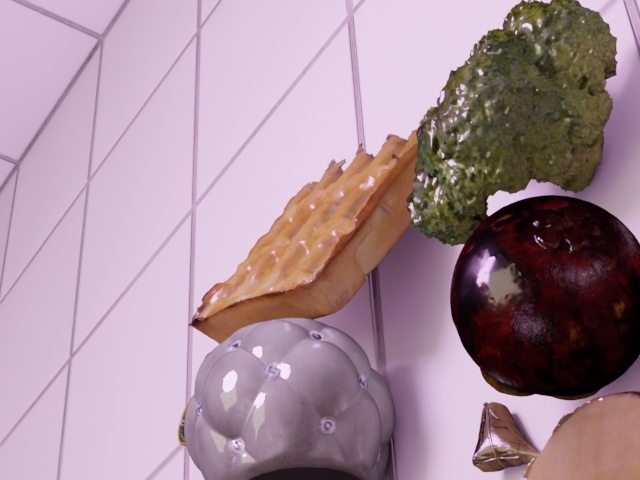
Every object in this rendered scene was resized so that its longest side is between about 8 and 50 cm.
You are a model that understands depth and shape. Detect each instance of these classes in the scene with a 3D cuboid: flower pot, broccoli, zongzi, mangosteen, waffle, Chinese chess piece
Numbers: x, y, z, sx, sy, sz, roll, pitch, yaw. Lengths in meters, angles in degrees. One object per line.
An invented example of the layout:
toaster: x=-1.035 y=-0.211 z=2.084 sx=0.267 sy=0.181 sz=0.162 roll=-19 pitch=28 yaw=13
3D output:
flower pot: x=-0.036 y=0.208 z=1.628 sx=0.246 sy=0.246 sz=0.195 roll=-43 pitch=43 yaw=42
broccoli: x=0.205 y=-0.100 z=1.512 sx=0.254 sy=0.186 sz=0.302 roll=-57 pitch=-10 yaw=-24
zongzi: x=0.195 y=0.193 z=1.423 sx=0.083 sy=0.040 sz=0.076 roll=-22 pitch=43 yaw=41
mangosteen: x=0.216 y=0.059 z=1.320 sx=0.210 sy=0.209 sz=0.210 roll=-44 pitch=34 yaw=40
waffle: x=0.000 y=-0.001 z=1.782 sx=0.304 sy=0.077 sz=0.348 roll=-52 pitch=15 yaw=-29
Chinese chess piece: x=0.261 y=0.251 z=1.160 sx=0.257 sy=0.104 sz=0.257 roll=-44 pitch=33 yaw=40

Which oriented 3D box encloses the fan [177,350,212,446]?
fan: x=-0.169 y=0.238 z=2.101 sx=0.082 sy=0.039 sz=0.155 roll=-27 pitch=45 yaw=55
